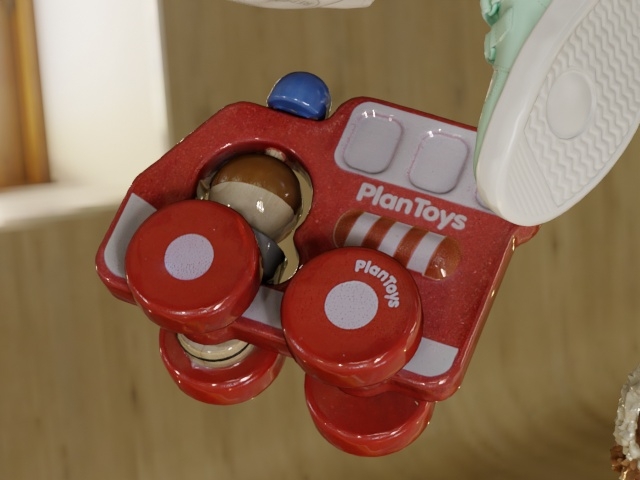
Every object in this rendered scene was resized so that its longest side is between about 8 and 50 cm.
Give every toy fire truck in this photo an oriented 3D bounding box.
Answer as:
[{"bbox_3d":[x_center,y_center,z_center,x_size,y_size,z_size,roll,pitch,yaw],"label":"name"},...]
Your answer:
[{"bbox_3d":[0.000,0.000,1.434,0.302,0.254,0.169,18,156,17],"label":"toy fire truck"}]

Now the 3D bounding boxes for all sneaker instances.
[{"bbox_3d":[0.112,-0.126,1.086,0.151,0.256,0.094,5,157,44],"label":"sneaker"}]

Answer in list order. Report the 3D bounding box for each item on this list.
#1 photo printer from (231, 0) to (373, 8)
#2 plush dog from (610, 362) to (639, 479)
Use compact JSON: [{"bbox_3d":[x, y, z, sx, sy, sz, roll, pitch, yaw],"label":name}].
[{"bbox_3d":[-0.079,-0.235,0.777,0.307,0.256,0.107,9,171,-24],"label":"photo printer"},{"bbox_3d":[0.319,0.124,1.232,0.262,0.210,0.225,24,150,5],"label":"plush dog"}]
